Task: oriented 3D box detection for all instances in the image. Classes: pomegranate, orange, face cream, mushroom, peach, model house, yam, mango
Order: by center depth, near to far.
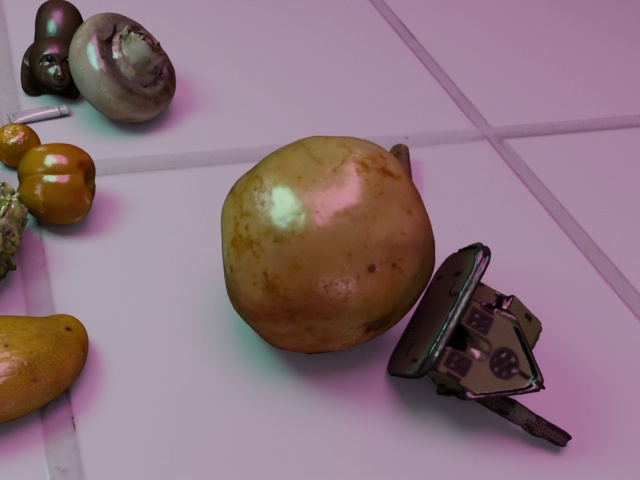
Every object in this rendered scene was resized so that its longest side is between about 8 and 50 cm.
[{"bbox_3d":[-0.425,0.163,1.055,0.157,0.108,0.262,35,44,29],"label":"mango"},{"bbox_3d":[0.276,0.166,1.175,0.279,0.205,0.218,30,79,-6],"label":"model house"},{"bbox_3d":[0.000,0.000,1.195,0.343,0.342,0.342,7,41,-6],"label":"pomegranate"},{"bbox_3d":[-0.443,-0.094,1.327,0.138,0.138,0.138,7,41,-6],"label":"peach"},{"bbox_3d":[-0.549,-0.172,1.434,0.083,0.070,0.083,0,51,0],"label":"orange"},{"bbox_3d":[0.154,-0.073,1.514,0.045,0.045,0.326,34,36,-24],"label":"yam"},{"bbox_3d":[-0.553,-0.247,1.556,0.115,0.020,0.038,-17,49,-26],"label":"face cream"},{"bbox_3d":[-0.379,-0.343,1.563,0.178,0.226,0.226,-20,32,28],"label":"mushroom"}]

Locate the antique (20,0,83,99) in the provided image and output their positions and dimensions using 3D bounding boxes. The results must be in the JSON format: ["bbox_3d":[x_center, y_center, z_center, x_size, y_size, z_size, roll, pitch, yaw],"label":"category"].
[{"bbox_3d":[-0.543,-0.395,1.636,0.121,0.143,0.256,5,44,-10],"label":"antique"}]

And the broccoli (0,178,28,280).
[{"bbox_3d":[-0.550,-0.062,1.178,0.288,0.245,0.248,38,38,20],"label":"broccoli"}]
